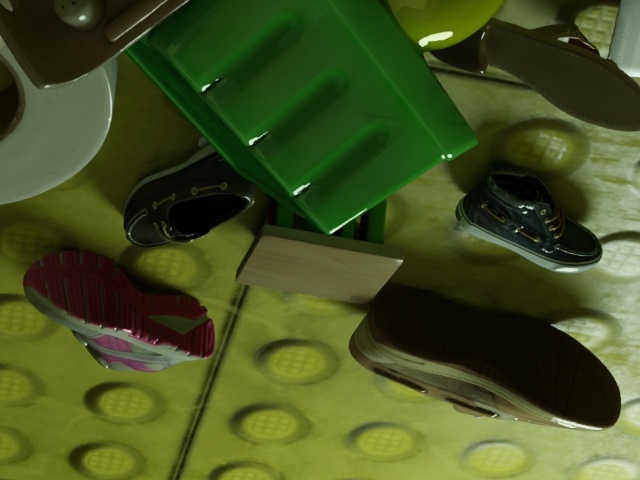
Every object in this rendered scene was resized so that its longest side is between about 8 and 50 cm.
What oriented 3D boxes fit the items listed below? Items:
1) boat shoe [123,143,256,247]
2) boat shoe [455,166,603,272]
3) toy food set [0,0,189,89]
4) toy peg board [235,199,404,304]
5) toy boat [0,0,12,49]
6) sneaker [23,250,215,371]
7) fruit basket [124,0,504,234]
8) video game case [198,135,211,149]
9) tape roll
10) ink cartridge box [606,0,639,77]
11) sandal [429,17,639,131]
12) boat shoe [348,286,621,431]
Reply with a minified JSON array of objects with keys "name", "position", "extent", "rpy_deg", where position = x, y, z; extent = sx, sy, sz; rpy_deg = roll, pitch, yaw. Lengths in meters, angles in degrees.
[{"name":"boat shoe","position":[-0.149,-0.037,1.985],"extent":[0.081,0.068,0.228],"rpy_deg":[27,142,-29]},{"name":"boat shoe","position":[0.247,-0.022,2.000],"extent":[0.183,0.065,0.083],"rpy_deg":[17,142,-18]},{"name":"toy food set","position":[-0.160,-0.295,1.429],"extent":[0.306,0.220,0.092],"rpy_deg":[-35,172,10]},{"name":"toy peg board","position":[0.000,0.000,2.051],"extent":[0.161,0.079,0.160],"rpy_deg":[10,158,-10]},{"name":"toy boat","position":[-0.413,-0.270,1.559],"extent":[0.318,0.267,0.148],"rpy_deg":[-12,-164,-32]},{"name":"sneaker","position":[-0.254,0.101,2.157],"extent":[0.252,0.103,0.111],"rpy_deg":[28,134,-29]},{"name":"fruit basket","position":[0.022,-0.235,1.633],"extent":[0.392,0.283,0.392],"rpy_deg":[-19,124,-30]},{"name":"video game case","position":[-0.060,-0.113,1.940],"extent":[0.087,0.011,0.122],"rpy_deg":[32,134,-32]},{"name":"tape roll","position":[-0.399,-0.174,1.824],"extent":[0.392,0.072,0.392],"rpy_deg":[1,144,1]},{"name":"ink cartridge box","position":[0.406,-0.249,1.698],"extent":[0.239,0.060,0.275],"rpy_deg":[8,144,4]},{"name":"sandal","position":[0.226,-0.190,1.779],"extent":[0.240,0.079,0.088],"rpy_deg":[21,143,13]},{"name":"boat shoe","position":[0.203,0.156,2.209],"extent":[0.341,0.121,0.110],"rpy_deg":[23,144,-10]}]
